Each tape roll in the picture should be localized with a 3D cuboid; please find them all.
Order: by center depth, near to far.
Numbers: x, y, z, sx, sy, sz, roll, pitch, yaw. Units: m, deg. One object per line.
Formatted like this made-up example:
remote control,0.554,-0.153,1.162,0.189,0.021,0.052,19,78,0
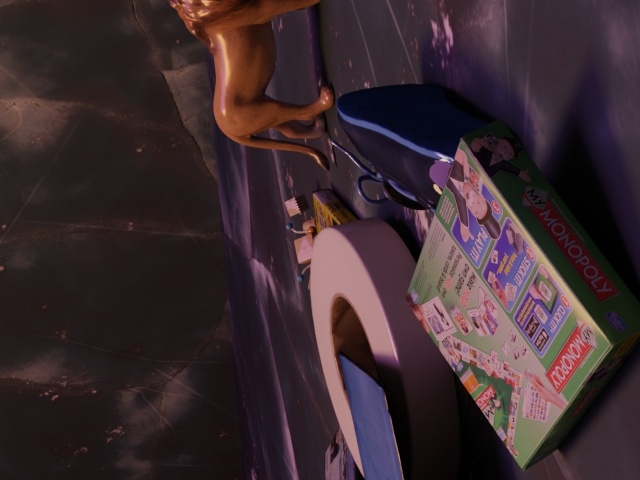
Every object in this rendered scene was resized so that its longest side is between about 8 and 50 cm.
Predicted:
tape roll,0.079,0.164,1.803,0.392,0.072,0.392,167,90,-75

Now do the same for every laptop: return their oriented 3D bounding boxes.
laptop,-0.007,0.380,1.643,0.236,0.408,0.382,44,176,-5

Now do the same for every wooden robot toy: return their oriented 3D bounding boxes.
wooden robot toy,0.000,0.000,2.250,0.079,0.076,0.173,-25,71,43

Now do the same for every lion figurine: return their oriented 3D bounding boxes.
lion figurine,-0.113,-0.277,2.038,0.142,0.240,0.392,-134,35,-72

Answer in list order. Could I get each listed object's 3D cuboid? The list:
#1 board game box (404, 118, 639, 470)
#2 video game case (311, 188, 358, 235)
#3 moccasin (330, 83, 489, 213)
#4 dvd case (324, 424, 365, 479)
board game box,0.172,0.061,1.201,0.213,0.046,0.317,56,161,20
video game case,0.045,0.080,2.103,0.248,0.035,0.274,-129,30,-69
moccasin,0.095,-0.081,1.402,0.342,0.138,0.116,-123,20,-67
dvd case,0.041,0.395,2.260,0.253,0.022,0.180,111,162,-56
